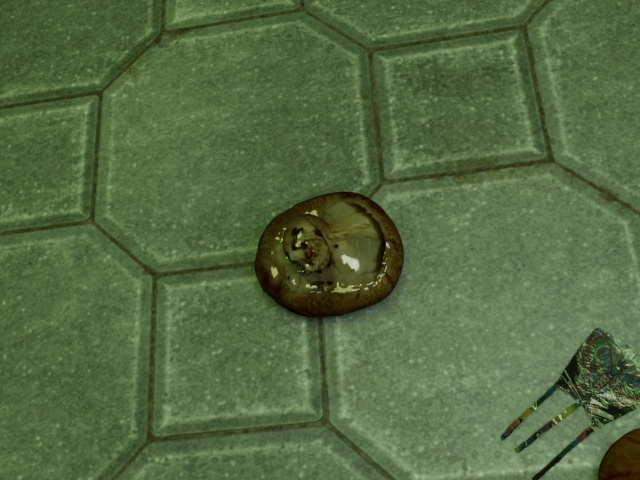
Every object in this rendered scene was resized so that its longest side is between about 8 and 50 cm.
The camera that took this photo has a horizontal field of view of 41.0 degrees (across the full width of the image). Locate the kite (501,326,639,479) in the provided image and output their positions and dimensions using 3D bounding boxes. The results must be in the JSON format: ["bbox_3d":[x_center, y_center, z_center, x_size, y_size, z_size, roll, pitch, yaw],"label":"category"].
[{"bbox_3d":[0.436,0.280,1.452,0.285,0.015,0.152,-39,64,-8],"label":"kite"}]

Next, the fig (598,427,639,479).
[{"bbox_3d":[0.530,0.362,1.316,0.149,0.202,0.148,5,76,-25],"label":"fig"}]

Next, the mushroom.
[{"bbox_3d":[0.021,0.010,1.570,0.267,0.254,0.267,9,55,-13],"label":"mushroom"}]
